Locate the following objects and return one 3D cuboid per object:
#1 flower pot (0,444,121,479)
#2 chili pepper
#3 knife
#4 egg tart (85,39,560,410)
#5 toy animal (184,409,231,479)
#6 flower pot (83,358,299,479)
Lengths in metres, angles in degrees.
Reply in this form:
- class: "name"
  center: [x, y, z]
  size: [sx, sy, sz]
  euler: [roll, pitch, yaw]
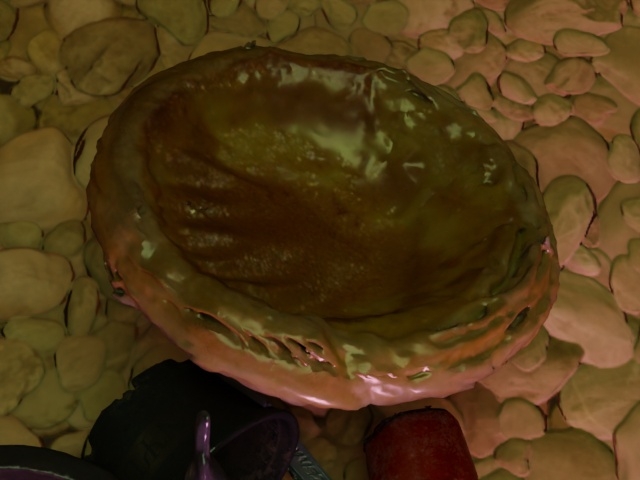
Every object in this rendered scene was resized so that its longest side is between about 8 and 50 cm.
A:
- class: "flower pot"
  center: [-0.218, 0.296, 0.895]
  size: [0.268, 0.166, 0.269]
  euler: [1, 63, -3]
- class: "chili pepper"
  center: [0.089, 0.225, 0.990]
  size: [0.086, 0.084, 0.192]
  euler: [-22, 50, 12]
- class: "knife"
  center: [-0.052, 0.142, 1.063]
  size: [0.028, 0.015, 0.210]
  euler: [-33, 73, -24]
- class: "egg tart"
  center: [0.000, 0.000, 1.015]
  size: [0.387, 0.169, 0.388]
  euler: [9, 42, -8]
- class: "toy animal"
  center: [-0.034, 0.298, 0.894]
  size: [0.081, 0.206, 0.367]
  euler: [-24, 86, -22]
- class: "flower pot"
  center: [-0.108, 0.166, 0.981]
  size: [0.107, 0.157, 0.157]
  euler: [36, 67, 25]
